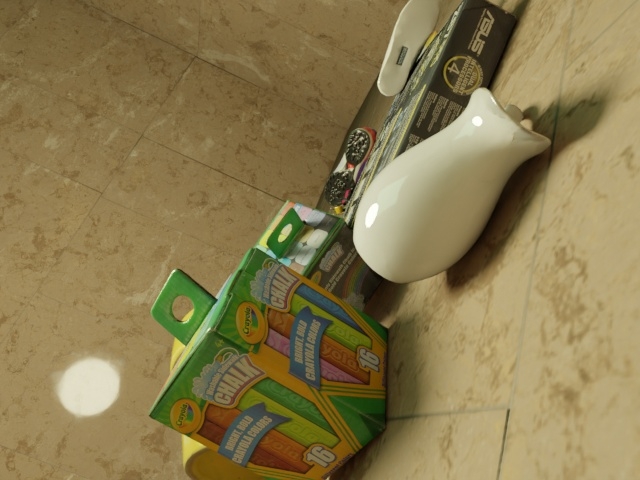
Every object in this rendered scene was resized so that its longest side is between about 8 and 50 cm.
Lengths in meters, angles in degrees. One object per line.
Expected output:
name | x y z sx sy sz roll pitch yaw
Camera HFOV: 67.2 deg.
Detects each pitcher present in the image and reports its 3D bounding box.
pitcher | 0.138 -0.059 0.522 0.207 0.125 0.178 -51 -9 28

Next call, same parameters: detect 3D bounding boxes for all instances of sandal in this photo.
sandal | 0.094 -0.143 1.609 0.179 0.040 0.067 -77 13 -64

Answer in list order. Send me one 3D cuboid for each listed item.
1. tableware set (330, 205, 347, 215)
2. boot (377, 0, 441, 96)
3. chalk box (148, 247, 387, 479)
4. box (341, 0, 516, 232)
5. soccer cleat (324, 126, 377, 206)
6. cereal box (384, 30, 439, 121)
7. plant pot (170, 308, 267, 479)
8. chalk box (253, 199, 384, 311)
tableware set | 0.073 -0.091 1.366 0.154 0.104 0.024 -15 -87 -72
boot | 0.156 -0.366 0.896 0.086 0.069 0.190 -81 17 -65
chalk box | -0.081 0.148 0.612 0.180 0.289 0.179 -54 11 29
box | 0.155 -0.165 0.840 0.318 0.097 0.395 136 159 -81
soccer cleat | 0.113 -0.260 1.731 0.116 0.109 0.318 -35 -26 -54
cereal box | 0.248 -0.412 1.267 0.173 0.047 0.240 -89 24 -77
plant pot | -0.128 0.260 0.803 0.239 0.254 0.254 -98 29 -49
chalk box | -0.018 0.031 0.759 0.132 0.213 0.132 22 71 44
